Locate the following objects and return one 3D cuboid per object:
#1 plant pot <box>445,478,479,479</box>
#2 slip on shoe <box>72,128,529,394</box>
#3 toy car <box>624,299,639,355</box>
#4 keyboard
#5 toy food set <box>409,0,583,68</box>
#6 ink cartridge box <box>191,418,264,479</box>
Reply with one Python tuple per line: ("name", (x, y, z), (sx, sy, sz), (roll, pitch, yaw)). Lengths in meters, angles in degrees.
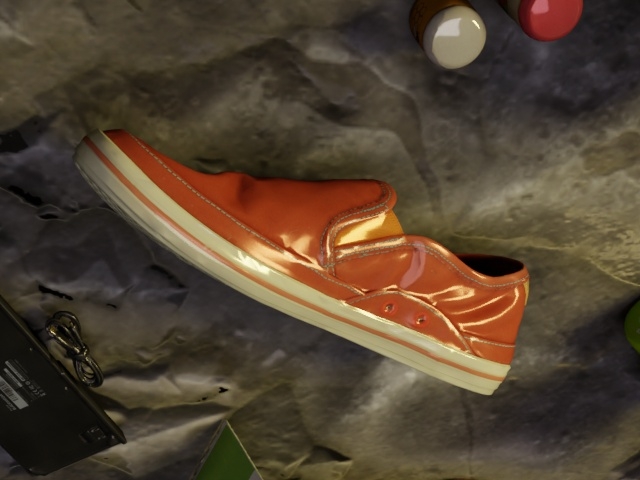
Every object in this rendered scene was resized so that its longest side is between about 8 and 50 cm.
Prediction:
("plant pot", (0.119, 0.321, 0.858), (0.191, 0.174, 0.191), (-7, 122, -11))
("slip on shoe", (0.000, 0.000, 0.664), (0.331, 0.123, 0.101), (24, 91, -26))
("toy car", (0.338, 0.118, 0.764), (0.149, 0.188, 0.155), (-38, 123, 13))
("keyboard", (-0.201, 0.089, 0.720), (0.108, 0.023, 0.180), (-24, 126, 11))
("toy food set", (0.123, -0.189, 0.563), (0.111, 0.104, 0.232), (6, 121, -17))
("ink cartridge box", (-0.013, 0.282, 0.778), (0.097, 0.255, 0.189), (3, 125, -42))
